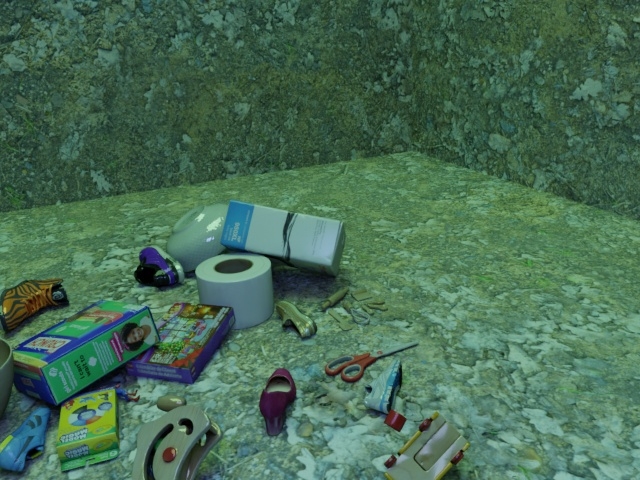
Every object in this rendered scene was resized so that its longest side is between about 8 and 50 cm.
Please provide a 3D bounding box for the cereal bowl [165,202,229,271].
[{"bbox_3d":[-0.476,-0.036,2.261,0.338,0.141,0.339,-29,25,15],"label":"cereal bowl"}]

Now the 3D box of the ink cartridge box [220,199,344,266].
[{"bbox_3d":[-0.120,-0.003,2.046,0.394,0.166,0.285,11,-9,8],"label":"ink cartridge box"}]

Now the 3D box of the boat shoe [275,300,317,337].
[{"bbox_3d":[-0.093,0.245,1.781,0.072,0.068,0.190,-29,31,-28],"label":"boat shoe"}]

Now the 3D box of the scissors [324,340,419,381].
[{"bbox_3d":[0.145,0.317,1.609,0.297,0.021,0.109,-21,25,-37],"label":"scissors"}]

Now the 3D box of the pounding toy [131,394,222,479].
[{"bbox_3d":[-0.274,0.439,1.172,0.154,0.155,0.270,-10,50,10],"label":"pounding toy"}]

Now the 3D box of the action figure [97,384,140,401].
[{"bbox_3d":[-0.522,0.391,1.482,0.115,0.038,0.030,3,43,11],"label":"action figure"}]

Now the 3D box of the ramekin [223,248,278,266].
[{"bbox_3d":[-0.263,0.011,2.329,0.272,0.127,0.273,-3,21,1],"label":"ramekin"}]

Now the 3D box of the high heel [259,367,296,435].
[{"bbox_3d":[-0.109,0.354,1.409,0.082,0.117,0.244,0,21,8],"label":"high heel"}]

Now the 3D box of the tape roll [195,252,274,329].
[{"bbox_3d":[-0.276,0.159,1.879,0.246,0.169,0.246,-2,21,1],"label":"tape roll"}]

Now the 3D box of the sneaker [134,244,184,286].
[{"bbox_3d":[-0.645,0.101,2.176,0.146,0.102,0.293,-20,27,-37],"label":"sneaker"}]

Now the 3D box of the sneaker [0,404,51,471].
[{"bbox_3d":[-0.660,0.455,1.314,0.082,0.069,0.209,30,11,-6],"label":"sneaker"}]

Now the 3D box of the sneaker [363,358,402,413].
[{"bbox_3d":[0.155,0.357,1.443,0.082,0.072,0.191,-1,20,22],"label":"sneaker"}]

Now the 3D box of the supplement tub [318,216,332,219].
[{"bbox_3d":[0.000,0.000,2.299,0.144,0.145,0.200,1,21,10],"label":"supplement tub"}]

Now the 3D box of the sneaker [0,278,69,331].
[{"bbox_3d":[-0.958,0.195,1.937,0.179,0.125,0.321,-7,21,-7],"label":"sneaker"}]

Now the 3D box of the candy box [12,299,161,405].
[{"bbox_3d":[-0.643,0.287,1.549,0.268,0.122,0.317,-1,24,42],"label":"candy box"}]

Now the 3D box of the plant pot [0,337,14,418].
[{"bbox_3d":[-0.856,0.376,1.347,0.283,0.191,0.284,-2,21,1],"label":"plant pot"}]

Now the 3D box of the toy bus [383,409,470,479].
[{"bbox_3d":[0.202,0.442,1.149,0.202,0.191,0.104,0,-22,6],"label":"toy bus"}]

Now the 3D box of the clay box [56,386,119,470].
[{"bbox_3d":[-0.540,0.434,1.345,0.127,0.053,0.222,-10,21,-17],"label":"clay box"}]

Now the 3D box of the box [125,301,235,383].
[{"bbox_3d":[-0.397,0.286,1.666,0.200,0.057,0.293,3,29,16],"label":"box"}]

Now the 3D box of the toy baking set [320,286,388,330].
[{"bbox_3d":[0.105,0.213,1.880,0.196,0.030,0.256,13,26,36],"label":"toy baking set"}]
